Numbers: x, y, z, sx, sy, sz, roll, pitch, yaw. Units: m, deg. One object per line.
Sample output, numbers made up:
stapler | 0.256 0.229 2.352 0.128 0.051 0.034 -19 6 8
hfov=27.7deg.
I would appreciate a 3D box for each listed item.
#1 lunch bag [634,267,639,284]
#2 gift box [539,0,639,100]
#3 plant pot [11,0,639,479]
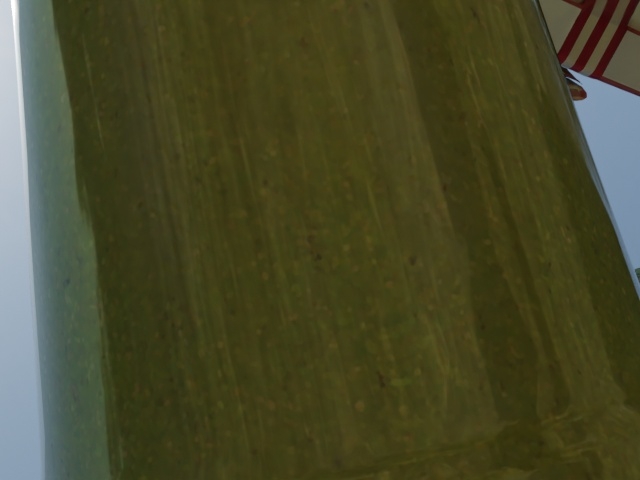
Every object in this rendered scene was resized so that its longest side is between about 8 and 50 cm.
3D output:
lunch bag | 0.322 0.188 1.369 0.160 0.223 0.262 -13 -115 -4
gift box | 0.180 -0.266 1.065 0.255 0.258 0.276 15 -163 -34
plant pot | 0.000 0.000 0.476 0.276 0.253 0.276 -11 179 0
